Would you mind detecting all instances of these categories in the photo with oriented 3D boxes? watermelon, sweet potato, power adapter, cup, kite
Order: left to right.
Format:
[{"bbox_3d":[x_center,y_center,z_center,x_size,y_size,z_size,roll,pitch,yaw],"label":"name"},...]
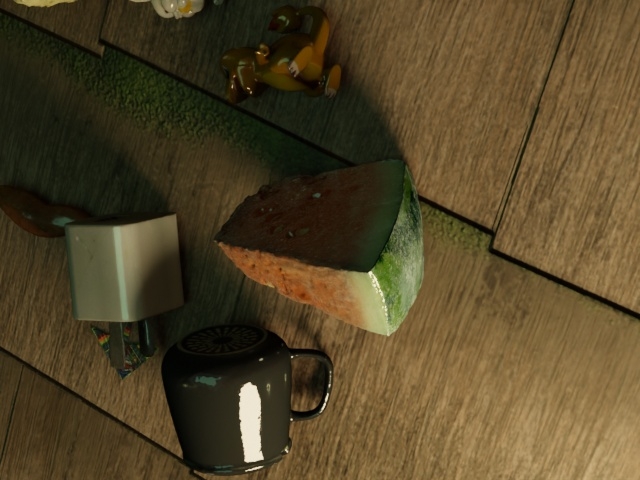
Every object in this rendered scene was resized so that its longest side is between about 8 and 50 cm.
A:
[{"bbox_3d":[-0.402,-0.035,1.983,0.202,0.058,0.055,20,66,22],"label":"sweet potato"},{"bbox_3d":[-0.284,0.158,1.975,0.122,0.004,0.090,19,109,27],"label":"kite"},{"bbox_3d":[-0.264,0.069,1.873,0.125,0.130,0.205,1,98,31],"label":"power adapter"},{"bbox_3d":[-0.092,0.207,1.791,0.223,0.169,0.177,-5,102,0],"label":"cup"},{"bbox_3d":[0.000,0.000,1.699,0.256,0.193,0.140,5,133,26],"label":"watermelon"}]

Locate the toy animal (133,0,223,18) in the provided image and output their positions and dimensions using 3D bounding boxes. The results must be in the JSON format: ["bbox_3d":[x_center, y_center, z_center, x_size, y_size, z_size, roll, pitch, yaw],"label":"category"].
[{"bbox_3d":[-0.185,-0.326,1.786,0.124,0.071,0.085,-29,85,32],"label":"toy animal"}]

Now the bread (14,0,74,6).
[{"bbox_3d":[-0.433,-0.465,1.816,0.375,0.236,0.165,34,126,18],"label":"bread"}]

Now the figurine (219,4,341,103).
[{"bbox_3d":[-0.056,-0.237,1.726,0.176,0.121,0.122,-4,69,41],"label":"figurine"}]
